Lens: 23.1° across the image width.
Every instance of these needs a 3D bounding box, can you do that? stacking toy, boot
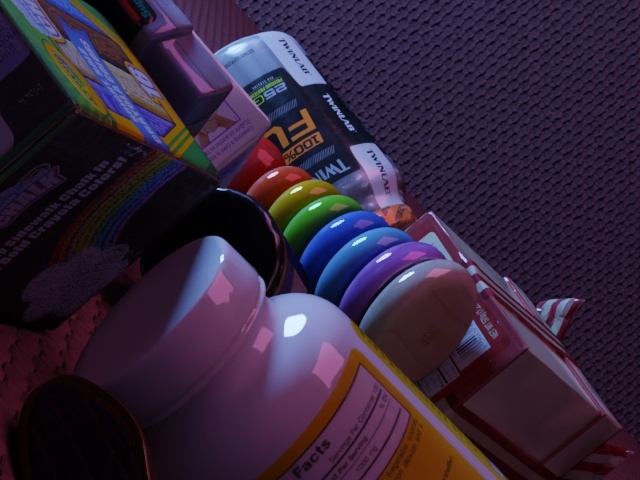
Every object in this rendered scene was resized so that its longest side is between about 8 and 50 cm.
[{"bbox_3d":[0.000,0.000,1.553,0.330,0.141,0.141,41,3,36],"label":"stacking toy"},{"bbox_3d":[-0.115,0.181,0.944,0.219,0.082,0.106,52,-13,41],"label":"boot"}]

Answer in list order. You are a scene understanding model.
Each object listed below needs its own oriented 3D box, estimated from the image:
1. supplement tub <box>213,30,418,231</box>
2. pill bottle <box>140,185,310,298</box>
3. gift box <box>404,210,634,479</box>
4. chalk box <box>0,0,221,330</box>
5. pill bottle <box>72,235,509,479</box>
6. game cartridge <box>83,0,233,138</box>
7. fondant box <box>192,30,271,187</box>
[{"bbox_3d":[-0.026,-0.092,1.960,0.316,0.193,0.193,52,10,21],"label":"supplement tub"},{"bbox_3d":[-0.076,0.040,1.384,0.123,0.123,0.219,52,-3,17],"label":"pill bottle"},{"bbox_3d":[0.160,0.152,1.645,0.258,0.276,0.255,41,18,-47],"label":"gift box"},{"bbox_3d":[-0.229,-0.076,1.028,0.179,0.180,0.289,53,9,21],"label":"chalk box"},{"bbox_3d":[-0.007,0.159,1.092,0.334,0.188,0.188,46,10,-19],"label":"pill bottle"},{"bbox_3d":[-0.242,-0.184,1.263,0.355,0.230,0.068,51,42,11],"label":"game cartridge"},{"bbox_3d":[-0.207,-0.168,1.434,0.330,0.096,0.238,48,-20,1],"label":"fondant box"}]
